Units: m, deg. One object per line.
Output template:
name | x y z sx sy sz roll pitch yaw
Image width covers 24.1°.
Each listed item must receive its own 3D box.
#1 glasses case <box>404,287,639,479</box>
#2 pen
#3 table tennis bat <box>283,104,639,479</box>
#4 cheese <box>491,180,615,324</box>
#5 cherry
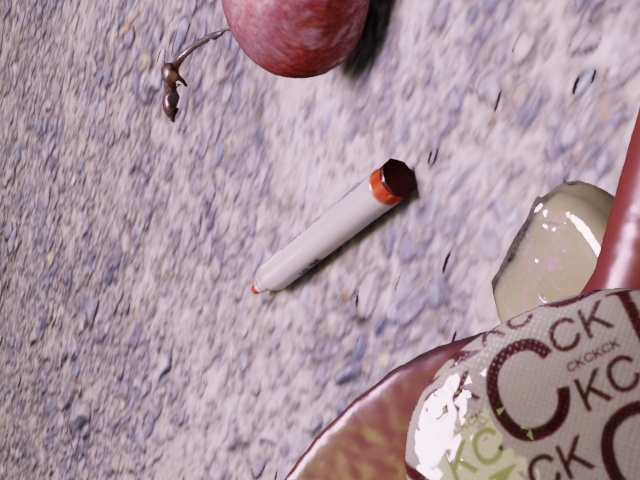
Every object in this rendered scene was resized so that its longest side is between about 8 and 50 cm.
glasses case | 0.142 0.187 0.522 0.137 0.085 0.355 -25 76 14
pen | 0.000 0.000 0.973 0.218 0.026 0.026 -38 55 57
table tennis bat | 0.099 0.133 0.616 0.268 0.051 0.415 17 87 24
cheese | 0.145 0.064 0.671 0.192 0.037 0.097 59 139 37
cherry | -0.037 -0.135 0.971 0.225 0.090 0.107 -45 69 47
